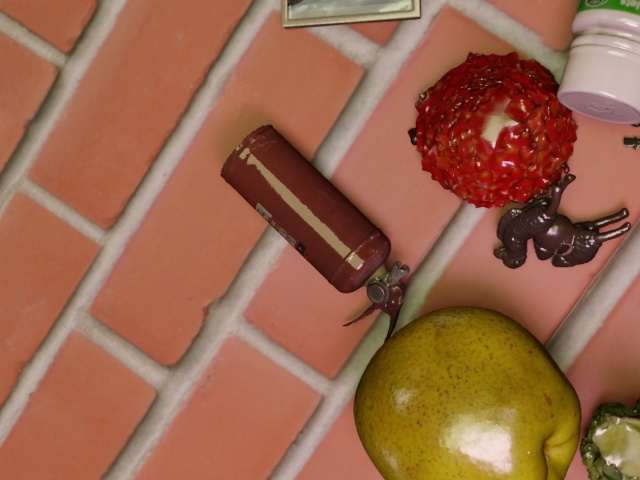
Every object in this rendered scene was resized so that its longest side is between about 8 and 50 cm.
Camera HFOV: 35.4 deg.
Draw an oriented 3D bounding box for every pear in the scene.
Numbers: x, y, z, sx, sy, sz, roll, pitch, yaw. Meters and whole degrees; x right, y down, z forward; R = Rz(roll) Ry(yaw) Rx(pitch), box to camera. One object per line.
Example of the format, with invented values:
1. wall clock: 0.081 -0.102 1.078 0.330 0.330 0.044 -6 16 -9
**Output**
1. pear: 0.184 0.230 1.295 0.294 0.294 0.295 1 93 13

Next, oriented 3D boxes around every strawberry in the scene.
1. strawberry: 0.223 -0.157 1.314 0.233 0.178 0.234 -1 86 11

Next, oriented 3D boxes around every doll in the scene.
1. doll: 0.312 -0.010 1.347 0.139 0.057 0.165 30 126 -14

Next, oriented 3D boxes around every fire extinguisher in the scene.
1. fire extinguisher: 0.000 0.000 1.414 0.337 0.106 0.147 45 126 8

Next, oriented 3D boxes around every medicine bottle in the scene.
1. medicine bottle: 0.388 -0.276 1.265 0.139 0.139 0.237 18 84 12

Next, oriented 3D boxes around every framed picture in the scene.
1. framed picture: 0.041 -0.382 1.423 0.203 0.015 0.150 -1 92 13

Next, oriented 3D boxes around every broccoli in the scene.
1. broccoli: 0.452 0.277 1.217 0.253 0.302 0.186 -4 89 10

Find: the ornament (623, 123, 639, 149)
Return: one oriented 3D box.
1. ornament: 0.469 -0.130 1.309 0.196 0.153 0.166 43 101 32
